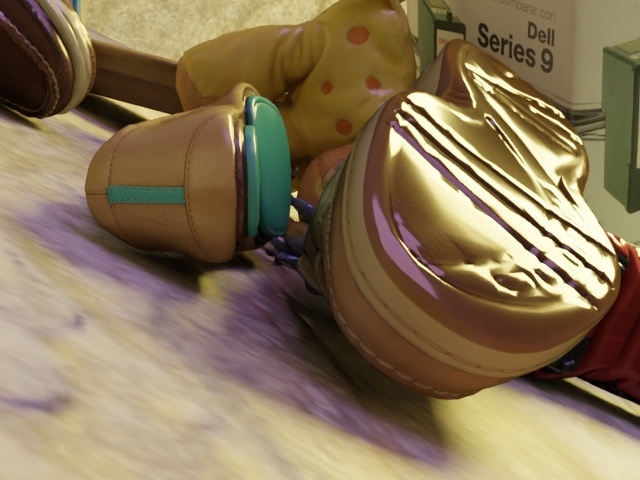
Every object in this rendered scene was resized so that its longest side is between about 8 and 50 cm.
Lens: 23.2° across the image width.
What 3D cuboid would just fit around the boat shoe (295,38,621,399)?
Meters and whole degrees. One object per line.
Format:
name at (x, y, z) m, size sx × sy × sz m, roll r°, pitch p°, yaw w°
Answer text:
boat shoe at (0.053, 0.002, 0.694) m, size 0.122 × 0.110 × 0.341 m, roll 41°, pitch 19°, yaw -1°

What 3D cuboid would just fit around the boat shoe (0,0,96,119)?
boat shoe at (-0.247, -0.144, 0.868) m, size 0.257 × 0.095 × 0.095 m, roll 37°, pitch 46°, yaw 9°

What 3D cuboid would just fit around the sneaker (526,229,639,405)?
sneaker at (0.173, 0.043, 0.924) m, size 0.276 × 0.097 × 0.135 m, roll 22°, pitch 9°, yaw -33°

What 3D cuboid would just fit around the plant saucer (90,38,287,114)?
plant saucer at (-0.102, -0.118, 1.211) m, size 0.278 × 0.041 × 0.278 m, roll 14°, pitch 5°, yaw -1°

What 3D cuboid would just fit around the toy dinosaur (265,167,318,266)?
toy dinosaur at (0.000, 0.000, 0.828) m, size 0.082 × 0.047 × 0.090 m, roll 48°, pitch 2°, yaw 21°

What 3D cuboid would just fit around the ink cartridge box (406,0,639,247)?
ink cartridge box at (0.156, -0.096, 1.071) m, size 0.122 × 0.289 × 0.211 m, roll -12°, pitch 24°, yaw -25°

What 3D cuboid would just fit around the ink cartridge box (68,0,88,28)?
ink cartridge box at (-0.205, -0.181, 1.054) m, size 0.090 × 0.092 × 0.143 m, roll -2°, pitch 17°, yaw -6°

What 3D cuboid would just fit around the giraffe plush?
giraffe plush at (0.028, -0.061, 1.013) m, size 0.181 × 0.210 × 0.170 m, roll 25°, pitch 33°, yaw -55°

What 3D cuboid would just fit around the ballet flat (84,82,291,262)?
ballet flat at (-0.055, -0.032, 0.695) m, size 0.073 × 0.080 × 0.232 m, roll -3°, pitch 1°, yaw 3°
